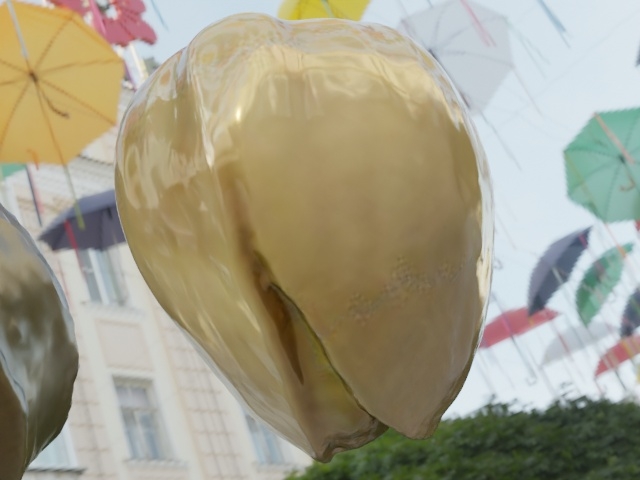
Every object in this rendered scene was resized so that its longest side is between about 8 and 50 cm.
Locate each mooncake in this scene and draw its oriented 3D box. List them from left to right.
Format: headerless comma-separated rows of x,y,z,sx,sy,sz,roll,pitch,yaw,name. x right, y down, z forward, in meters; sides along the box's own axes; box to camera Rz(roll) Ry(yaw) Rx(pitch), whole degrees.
-0.445,0.115,1.025,0.393,0.246,0.394,38,-59,-9,mooncake

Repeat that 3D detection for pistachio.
0.000,0.000,0.658,0.229,0.238,0.321,-11,-49,15,pistachio
